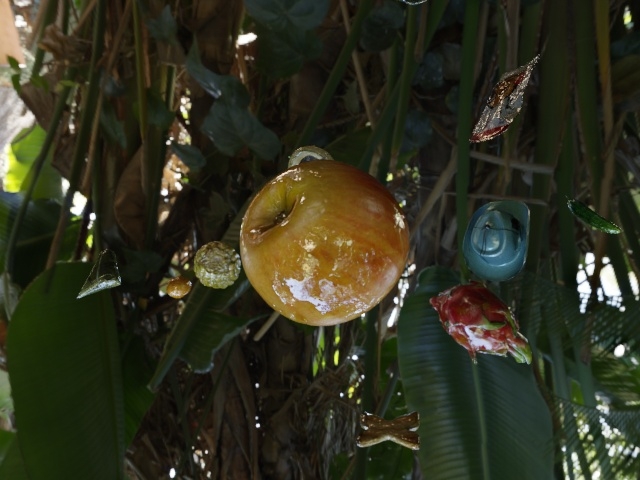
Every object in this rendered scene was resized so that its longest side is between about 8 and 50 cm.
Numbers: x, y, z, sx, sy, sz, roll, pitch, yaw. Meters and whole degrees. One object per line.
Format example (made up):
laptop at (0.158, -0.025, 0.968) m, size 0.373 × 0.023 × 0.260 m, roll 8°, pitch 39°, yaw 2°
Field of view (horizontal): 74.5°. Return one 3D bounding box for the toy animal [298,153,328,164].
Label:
toy animal at (0.000, -0.150, 0.829) m, size 0.084 × 0.028 × 0.050 m, roll 20°, pitch 138°, yaw -39°

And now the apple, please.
apple at (0.000, 0.000, 0.705) m, size 0.286 × 0.286 × 0.233 m, roll 20°, pitch 167°, yaw 47°

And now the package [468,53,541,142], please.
package at (0.501, -0.378, 1.141) m, size 0.030 × 0.239 × 0.154 m, roll 26°, pitch 175°, yaw -15°

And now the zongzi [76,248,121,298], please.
zongzi at (-0.580, 0.085, 1.086) m, size 0.113 × 0.052 × 0.104 m, roll -22°, pitch -118°, yaw -3°

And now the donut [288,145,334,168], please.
donut at (-0.020, -0.203, 1.268) m, size 0.175 × 0.174 × 0.068 m, roll 10°, pitch -154°, yaw 29°

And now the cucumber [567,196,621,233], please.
cucumber at (0.733, -0.066, 1.147) m, size 0.039 × 0.039 × 0.168 m, roll -13°, pitch -134°, yaw -30°

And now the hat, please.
hat at (0.372, -0.010, 0.903) m, size 0.078 × 0.190 × 0.138 m, roll 21°, pitch 168°, yaw -41°

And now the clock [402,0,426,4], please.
clock at (0.129, -0.410, 0.501) m, size 0.049 × 0.226 × 0.226 m, roll 30°, pitch -148°, yaw 23°

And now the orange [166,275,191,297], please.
orange at (-0.483, 0.160, 1.434) m, size 0.083 × 0.070 × 0.083 m, roll -24°, pitch -176°, yaw 2°

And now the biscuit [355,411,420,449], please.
biscuit at (0.230, 0.640, 1.418) m, size 0.208 × 0.047 × 0.164 m, roll -5°, pitch -165°, yaw 14°

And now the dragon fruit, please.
dragon fruit at (0.433, 0.232, 1.144) m, size 0.198 × 0.269 × 0.200 m, roll -51°, pitch -161°, yaw -16°

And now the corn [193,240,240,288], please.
corn at (-0.278, 0.066, 1.138) m, size 0.130 × 0.130 × 0.347 m, roll -7°, pitch 174°, yaw -15°
